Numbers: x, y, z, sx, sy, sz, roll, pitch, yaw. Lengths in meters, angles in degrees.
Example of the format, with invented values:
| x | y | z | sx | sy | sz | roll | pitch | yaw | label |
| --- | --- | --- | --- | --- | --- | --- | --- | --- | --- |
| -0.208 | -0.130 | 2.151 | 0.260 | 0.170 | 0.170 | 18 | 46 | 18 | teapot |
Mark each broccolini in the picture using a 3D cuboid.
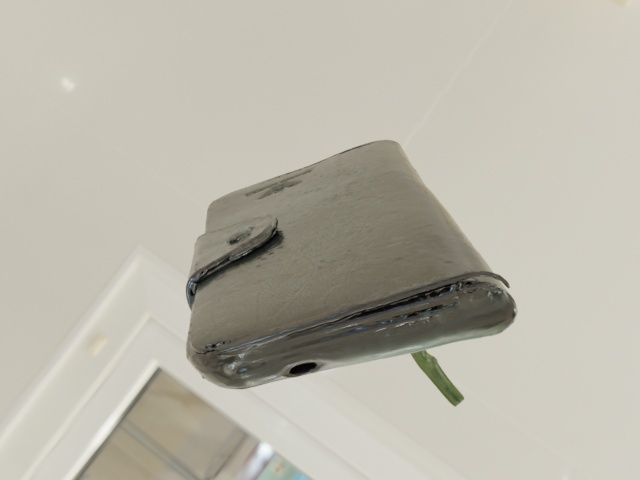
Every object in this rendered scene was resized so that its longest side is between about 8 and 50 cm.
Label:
| x | y | z | sx | sy | sz | roll | pitch | yaw | label |
| --- | --- | --- | --- | --- | --- | --- | --- | --- | --- |
| 0.119 | 0.073 | 1.068 | 0.062 | 0.271 | 0.123 | -31 | -160 | -16 | broccolini |

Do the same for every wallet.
| x | y | z | sx | sy | sz | roll | pitch | yaw | label |
| --- | --- | --- | --- | --- | --- | --- | --- | --- | --- |
| 0.000 | 0.000 | 0.625 | 0.318 | 0.172 | 0.045 | -104 | 179 | -71 | wallet |
